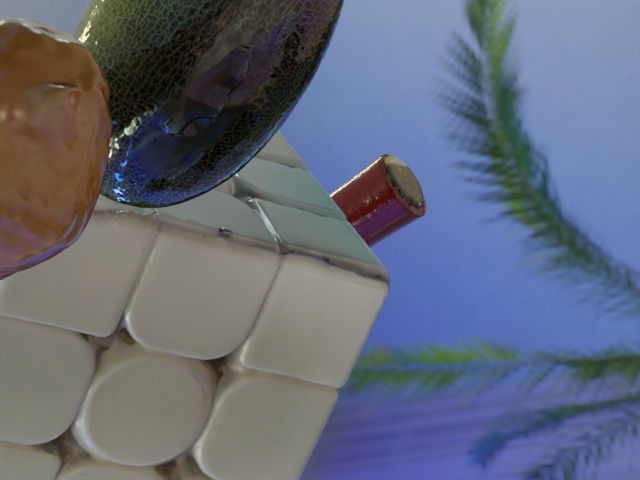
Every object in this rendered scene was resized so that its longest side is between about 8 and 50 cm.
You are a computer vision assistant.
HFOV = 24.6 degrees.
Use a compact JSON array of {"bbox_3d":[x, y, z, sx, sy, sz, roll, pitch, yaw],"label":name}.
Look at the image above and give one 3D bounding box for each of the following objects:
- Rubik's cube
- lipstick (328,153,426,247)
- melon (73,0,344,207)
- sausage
[{"bbox_3d":[-0.164,0.058,1.155,0.291,0.291,0.290,-67,28,19],"label":"Rubik's cube"},{"bbox_3d":[0.000,0.000,1.564,0.080,0.241,0.080,43,-154,-27],"label":"lipstick"},{"bbox_3d":[-0.052,-0.085,0.639,0.099,0.162,0.099,35,-164,-12],"label":"melon"},{"bbox_3d":[-0.165,-0.019,0.546,0.098,0.238,0.098,14,-109,-46],"label":"sausage"}]
